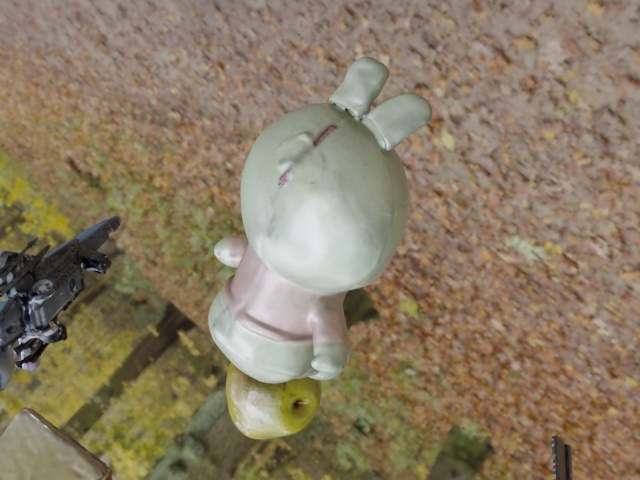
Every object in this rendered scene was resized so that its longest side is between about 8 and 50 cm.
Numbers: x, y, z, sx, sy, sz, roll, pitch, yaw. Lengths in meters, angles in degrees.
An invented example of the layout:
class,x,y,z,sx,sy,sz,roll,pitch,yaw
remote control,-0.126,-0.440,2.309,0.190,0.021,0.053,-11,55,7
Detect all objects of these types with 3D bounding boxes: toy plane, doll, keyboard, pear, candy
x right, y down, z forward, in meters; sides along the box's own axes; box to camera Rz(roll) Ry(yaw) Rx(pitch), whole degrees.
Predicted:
class,x,y,z,sx,sy,sz,roll,pitch,yaw
toy plane,-0.289,0.047,0.939,0.078,0.246,0.169,24,134,23
doll,-0.011,0.005,0.620,0.155,0.113,0.275,46,134,31
keyboard,0.345,0.379,1.218,0.018,0.195,0.060,-14,142,30
pear,-0.070,0.194,1.163,0.141,0.141,0.104,30,155,38
candy,-0.489,0.449,1.357,0.179,0.320,0.135,30,161,8
